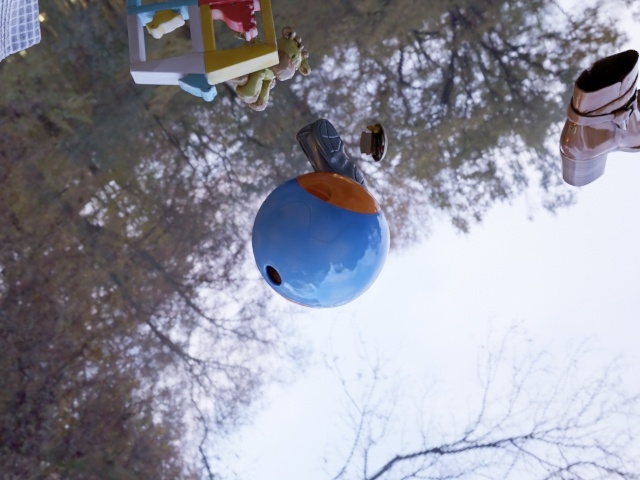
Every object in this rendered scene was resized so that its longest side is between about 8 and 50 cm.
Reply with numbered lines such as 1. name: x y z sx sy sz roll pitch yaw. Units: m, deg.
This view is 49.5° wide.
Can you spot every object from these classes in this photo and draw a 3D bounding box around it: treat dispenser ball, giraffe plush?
1. treat dispenser ball: 0.000 0.000 1.451 0.288 0.288 0.288 -25 -153 14
2. giraffe plush: -0.121 -0.454 1.780 0.170 0.181 0.210 -3 -107 24

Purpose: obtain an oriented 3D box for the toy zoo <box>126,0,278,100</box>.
1. toy zoo: -0.163 -0.316 0.933 0.192 0.030 0.293 -9 -110 -2

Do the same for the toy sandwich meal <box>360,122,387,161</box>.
1. toy sandwich meal: 0.105 -0.194 1.375 0.029 0.085 0.085 -2 -160 -17

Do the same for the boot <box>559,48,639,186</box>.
1. boot: 0.521 -0.248 1.213 0.283 0.220 0.109 -33 -130 -15

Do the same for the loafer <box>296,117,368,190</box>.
1. loafer: 0.033 -0.150 1.600 0.084 0.267 0.096 -14 -161 39

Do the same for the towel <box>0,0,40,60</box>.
1. towel: -0.600 -0.441 1.231 0.121 0.283 0.235 15 -141 -3
